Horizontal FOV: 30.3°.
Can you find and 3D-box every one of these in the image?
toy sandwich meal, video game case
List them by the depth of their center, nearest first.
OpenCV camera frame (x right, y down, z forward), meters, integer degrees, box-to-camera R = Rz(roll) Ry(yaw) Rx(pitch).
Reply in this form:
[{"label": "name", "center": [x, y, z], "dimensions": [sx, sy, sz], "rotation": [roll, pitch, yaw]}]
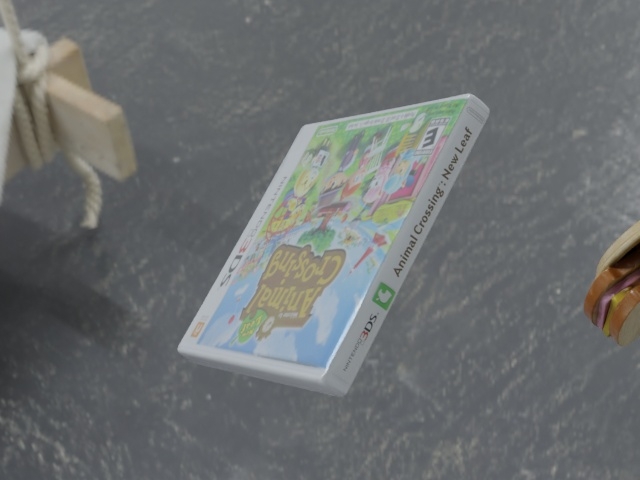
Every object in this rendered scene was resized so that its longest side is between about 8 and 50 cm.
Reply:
[{"label": "toy sandwich meal", "center": [0.146, 0.009, 0.479], "dimensions": [0.085, 0.086, 0.029], "rotation": [-21, 64, -14]}, {"label": "video game case", "center": [0.000, 0.000, 0.758], "dimensions": [0.212, 0.023, 0.193], "rotation": [0, 58, 61]}]
